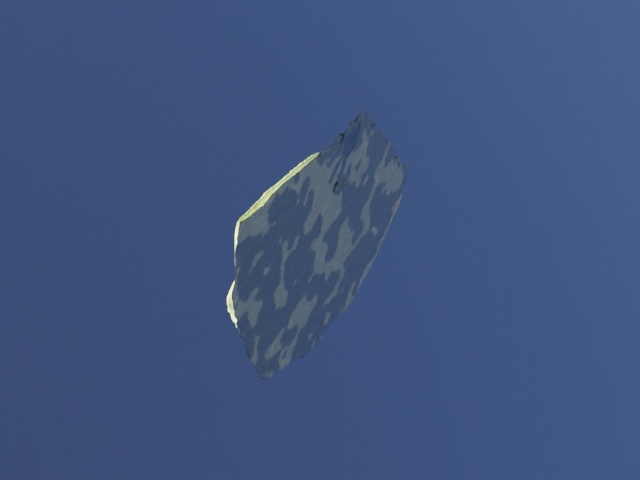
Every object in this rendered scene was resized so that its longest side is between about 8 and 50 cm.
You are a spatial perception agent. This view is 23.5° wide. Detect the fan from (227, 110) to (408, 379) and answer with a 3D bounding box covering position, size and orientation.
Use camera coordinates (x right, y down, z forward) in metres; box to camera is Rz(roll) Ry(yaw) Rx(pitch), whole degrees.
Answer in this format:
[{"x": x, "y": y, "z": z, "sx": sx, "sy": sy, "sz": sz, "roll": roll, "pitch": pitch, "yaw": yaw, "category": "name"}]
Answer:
[{"x": 0.000, "y": 0.000, "z": 0.738, "sx": 0.009, "sy": 0.131, "sz": 0.240, "roll": 18, "pitch": -168, "yaw": 17, "category": "fan"}]
